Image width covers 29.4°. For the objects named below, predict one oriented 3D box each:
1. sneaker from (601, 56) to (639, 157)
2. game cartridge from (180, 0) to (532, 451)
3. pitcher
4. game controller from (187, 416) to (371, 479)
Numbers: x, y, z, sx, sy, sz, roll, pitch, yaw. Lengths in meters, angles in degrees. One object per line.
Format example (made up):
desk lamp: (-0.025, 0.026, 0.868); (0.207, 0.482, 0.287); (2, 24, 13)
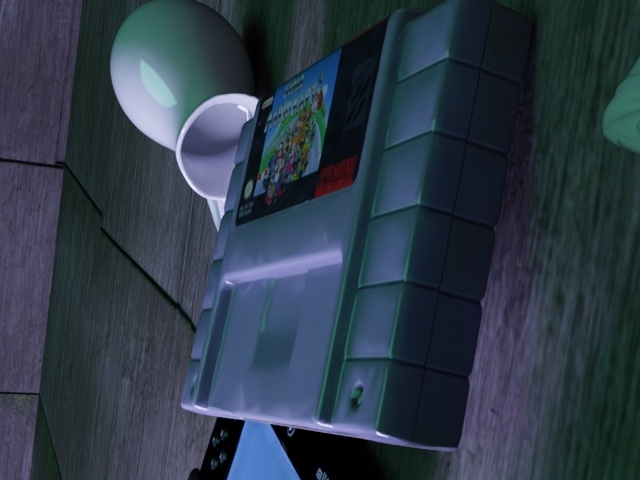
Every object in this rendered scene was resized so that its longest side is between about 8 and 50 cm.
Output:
sneaker: (0.153, -0.056, 0.314); (0.232, 0.090, 0.115); (-138, 59, -67)
game cartridge: (0.000, 0.000, 0.738); (0.355, 0.068, 0.230); (165, 114, -68)
pitcher: (-0.113, -0.112, 1.105); (0.207, 0.126, 0.177); (-122, 24, -45)
game controller: (-0.027, 0.187, 0.819); (0.319, 0.067, 0.166); (-134, 52, -66)
